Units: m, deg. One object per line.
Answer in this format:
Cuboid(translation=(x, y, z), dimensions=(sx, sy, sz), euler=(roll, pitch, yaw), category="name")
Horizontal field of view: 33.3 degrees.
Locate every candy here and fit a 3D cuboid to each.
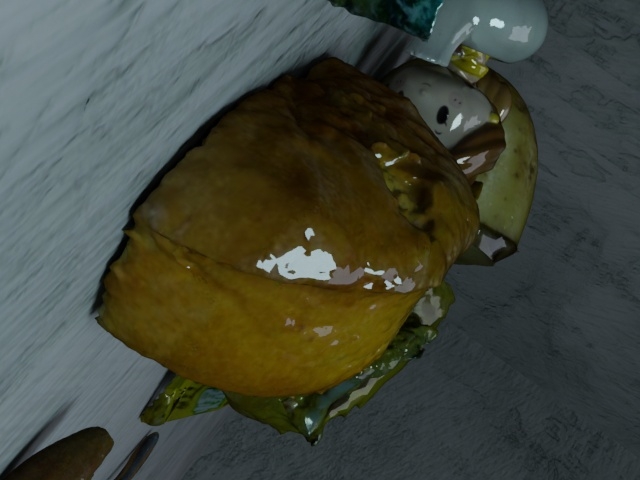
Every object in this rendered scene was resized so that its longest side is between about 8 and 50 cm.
Cuboid(translation=(-0.095, 0.131, 1.336), dimensions=(0.297, 0.081, 0.187), euler=(-24, 152, -57), category="candy")

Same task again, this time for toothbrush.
Cuboid(translation=(-0.286, 0.342, 1.345), dimensions=(0.023, 0.031, 0.321), euler=(-58, 178, 38), category="toothbrush")

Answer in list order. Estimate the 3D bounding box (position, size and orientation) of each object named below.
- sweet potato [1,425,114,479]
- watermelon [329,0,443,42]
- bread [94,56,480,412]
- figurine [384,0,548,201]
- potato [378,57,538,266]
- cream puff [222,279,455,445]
Cuboid(translation=(-0.246, 0.235, 0.771), dimensions=(0.255, 0.058, 0.078), euler=(-50, -164, -5), category="sweet potato")
Cuboid(translation=(0.054, -0.190, 0.616), dimensions=(0.154, 0.094, 0.241), euler=(-65, 176, 7), category="watermelon")
Cuboid(translation=(0.000, 0.000, 0.770), dimensions=(0.194, 0.179, 0.340), euler=(-56, 175, 26), category="bread")
Cuboid(translation=(0.121, -0.146, 0.983), dimensions=(0.189, 0.142, 0.263), euler=(-3, 114, -58), category="figurine")
Cuboid(translation=(0.131, -0.100, 1.203), dimensions=(0.242, 0.242, 0.285), euler=(-54, -168, -8), category="potato")
Cuboid(translation=(0.021, 0.102, 1.145), dimensions=(0.282, 0.185, 0.282), euler=(-16, 125, -24), category="cream puff")
